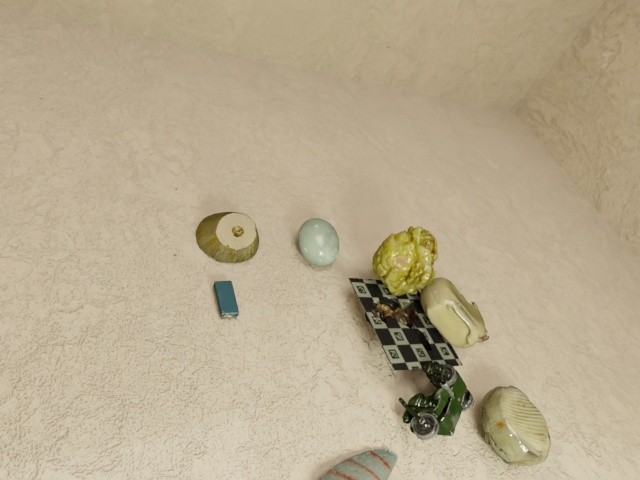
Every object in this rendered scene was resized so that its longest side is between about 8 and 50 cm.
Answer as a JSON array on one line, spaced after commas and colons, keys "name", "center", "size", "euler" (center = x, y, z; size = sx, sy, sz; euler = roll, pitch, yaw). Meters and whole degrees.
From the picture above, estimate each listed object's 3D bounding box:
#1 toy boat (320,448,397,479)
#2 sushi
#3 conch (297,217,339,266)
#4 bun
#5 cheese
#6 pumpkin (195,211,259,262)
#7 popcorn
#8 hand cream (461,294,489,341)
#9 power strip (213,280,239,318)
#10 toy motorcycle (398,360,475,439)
[{"name": "toy boat", "center": [0.116, 0.624, 1.159], "size": [0.206, 0.096, 0.282], "euler": [31, 33, 15]}, {"name": "sushi", "center": [0.272, 0.293, 1.542], "size": [0.343, 0.064, 0.359], "euler": [8, 42, -37]}, {"name": "conch", "center": [0.004, -0.001, 1.648], "size": [0.185, 0.121, 0.221], "euler": [42, 30, -33]}, {"name": "bun", "center": [0.596, 0.583, 1.408], "size": [0.239, 0.141, 0.239], "euler": [20, 41, -19]}, {"name": "cheese", "center": [0.473, 0.254, 1.617], "size": [0.266, 0.127, 0.233], "euler": [49, 23, 2]}, {"name": "pumpkin", "center": [-0.295, -0.031, 1.508], "size": [0.218, 0.110, 0.217], "euler": [17, 49, -21]}, {"name": "popcorn", "center": [0.302, 0.076, 1.562], "size": [0.259, 0.259, 0.212], "euler": [2, 62, -27]}, {"name": "hand cream", "center": [0.578, 0.291, 1.737], "size": [0.067, 0.043, 0.209], "euler": [-1, 47, -29]}, {"name": "power strip", "center": [-0.285, 0.180, 1.367], "size": [0.056, 0.032, 0.123], "euler": [-1, 52, -29]}, {"name": "toy motorcycle", "center": [0.357, 0.494, 1.364], "size": [0.275, 0.127, 0.205], "euler": [-54, 123, -32]}]
